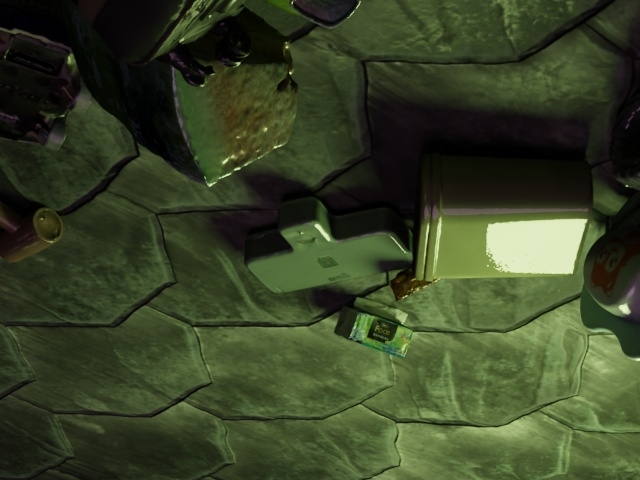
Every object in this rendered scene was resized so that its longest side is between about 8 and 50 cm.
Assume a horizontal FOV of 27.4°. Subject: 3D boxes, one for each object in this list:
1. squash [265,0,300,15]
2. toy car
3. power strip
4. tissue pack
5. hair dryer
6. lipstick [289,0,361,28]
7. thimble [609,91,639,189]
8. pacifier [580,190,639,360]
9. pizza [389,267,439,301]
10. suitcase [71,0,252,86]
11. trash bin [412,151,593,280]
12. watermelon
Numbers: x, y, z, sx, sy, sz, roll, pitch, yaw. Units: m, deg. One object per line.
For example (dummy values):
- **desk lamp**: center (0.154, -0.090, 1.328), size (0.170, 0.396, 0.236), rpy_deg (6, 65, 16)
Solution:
- **squash**: center (-0.109, -0.373, 1.496), size (0.371, 0.118, 0.118), rpy_deg (29, 139, -29)
- **toy car**: center (-0.385, -0.232, 1.696), size (0.172, 0.158, 0.235), rpy_deg (19, 143, -22)
- **power strip**: center (0.000, -0.001, 2.074), size (0.265, 0.059, 0.193), rpy_deg (-12, 147, 22)
- **tissue pack**: center (0.095, 0.147, 2.270), size (0.111, 0.079, 0.085), rpy_deg (20, 178, -19)
- **hair dryer**: center (-0.510, -0.042, 2.088), size (0.117, 0.064, 0.182), rpy_deg (-22, 130, 36)
- **lipstick**: center (0.016, -0.343, 1.403), size (0.077, 0.252, 0.079), rpy_deg (24, 143, -25)
- **thimble**: center (0.462, -0.131, 1.751), size (0.098, 0.150, 0.150), rpy_deg (18, 143, -20)
- **pacifier**: center (0.519, 0.072, 1.930), size (0.233, 0.299, 0.244), rpy_deg (35, 94, -22)
- **pizza**: center (0.156, 0.059, 2.109), size (0.131, 0.041, 0.178), rpy_deg (-28, 180, -34)
- **suitcase**: center (-0.197, -0.376, 1.279), size (0.434, 0.194, 0.283), rpy_deg (51, 136, 1)
- **trash bin**: center (0.264, -0.033, 1.950), size (0.248, 0.121, 0.243), rpy_deg (0, 146, 2)
- **watermelon**: center (-0.161, -0.187, 1.547), size (0.302, 0.264, 0.151), rpy_deg (0, 120, -45)
